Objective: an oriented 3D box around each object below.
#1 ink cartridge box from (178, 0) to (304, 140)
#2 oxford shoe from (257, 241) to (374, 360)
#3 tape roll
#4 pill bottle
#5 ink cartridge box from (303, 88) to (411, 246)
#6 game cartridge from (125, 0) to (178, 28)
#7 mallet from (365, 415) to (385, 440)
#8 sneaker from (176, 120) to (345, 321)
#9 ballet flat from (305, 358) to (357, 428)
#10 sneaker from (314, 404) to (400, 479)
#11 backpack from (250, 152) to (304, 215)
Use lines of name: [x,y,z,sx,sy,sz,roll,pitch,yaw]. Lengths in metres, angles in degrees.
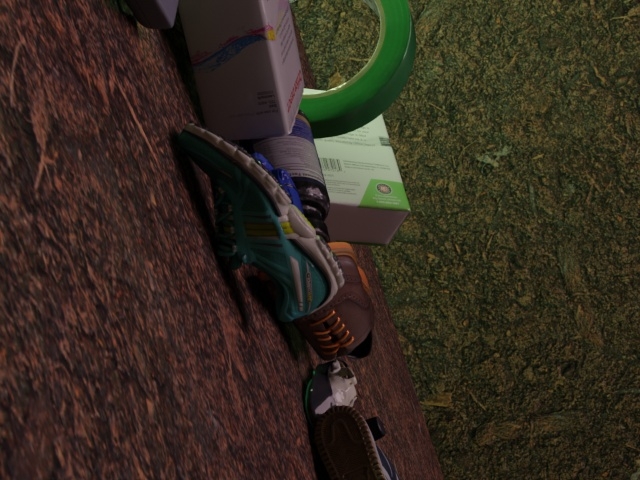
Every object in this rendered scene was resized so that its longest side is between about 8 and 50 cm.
ink cartridge box: [-0.109,-0.298,1.467,0.201,0.117,0.278,-78,159,-62]
oxford shoe: [0.015,0.094,1.544,0.363,0.130,0.133,32,37,-68]
tape roll: [-0.005,-0.329,1.787,0.077,0.321,0.321,54,19,-70]
pill bottle: [-0.055,-0.080,1.566,0.123,0.122,0.219,61,13,-59]
ink cartridge box: [0.026,-0.134,1.953,0.115,0.198,0.273,120,-34,-46]
game cartridge: [-0.188,-0.401,1.207,0.198,0.062,0.297,92,2,-80]
mallet: [0.053,0.269,1.765,0.039,0.062,0.190,-102,171,-51]
sneaker: [-0.081,-0.021,1.273,0.275,0.110,0.107,52,-6,-14]
ballet flat: [0.019,0.219,1.595,0.203,0.074,0.074,-67,139,-80]
sneaker: [0.068,0.375,1.457,0.153,0.099,0.282,66,8,-49]
backpack: [-0.078,-0.051,1.400,0.098,0.101,0.120,74,-2,-59]
